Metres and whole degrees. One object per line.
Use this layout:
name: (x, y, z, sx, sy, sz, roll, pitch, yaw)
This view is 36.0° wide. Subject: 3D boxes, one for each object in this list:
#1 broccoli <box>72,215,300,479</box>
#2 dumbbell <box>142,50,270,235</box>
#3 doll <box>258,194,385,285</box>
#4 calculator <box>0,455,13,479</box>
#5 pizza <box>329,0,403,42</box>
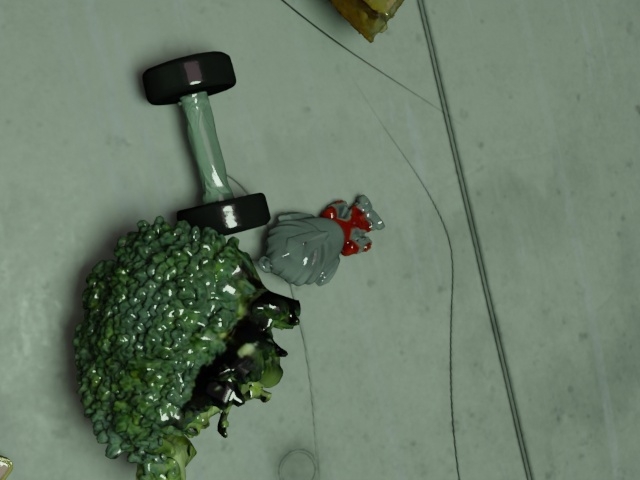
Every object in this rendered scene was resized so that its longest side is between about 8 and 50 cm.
broccoli: (-0.112, 0.117, 0.991, 0.243, 0.247, 0.263, 24, 57, -62)
dumbbell: (-0.122, -0.099, 1.056, 0.100, 0.100, 0.191, -16, 93, -22)
doll: (0.000, 0.000, 1.120, 0.180, 0.079, 0.094, -27, 83, -34)
calculator: (-0.423, 0.275, 0.957, 0.236, 0.033, 0.157, 2, 88, -20)
pizza: (0.115, -0.451, 1.155, 0.406, 0.130, 0.440, -13, 83, -23)
